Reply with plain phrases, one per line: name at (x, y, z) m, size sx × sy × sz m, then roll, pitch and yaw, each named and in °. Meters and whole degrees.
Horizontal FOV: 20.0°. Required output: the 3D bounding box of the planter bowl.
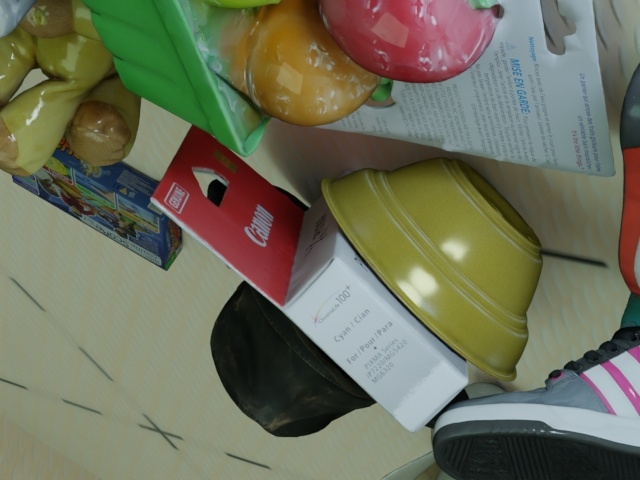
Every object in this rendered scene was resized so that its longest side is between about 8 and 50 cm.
planter bowl at (0.108, 0.001, 1.411) m, size 0.217 × 0.090 × 0.217 m, roll 43°, pitch -167°, yaw -13°

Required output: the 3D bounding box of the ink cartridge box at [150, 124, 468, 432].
ink cartridge box at (0.000, 0.000, 1.432) m, size 0.261 × 0.066 × 0.296 m, roll 42°, pitch -168°, yaw -9°

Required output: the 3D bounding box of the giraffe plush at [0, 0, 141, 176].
giraffe plush at (-0.182, -0.168, 1.395) m, size 0.181 × 0.210 × 0.170 m, roll 58°, pitch 157°, yaw 13°

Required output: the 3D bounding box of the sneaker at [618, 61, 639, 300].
sneaker at (0.279, -0.013, 1.195) m, size 0.145 × 0.090 × 0.270 m, roll 25°, pitch 154°, yaw 26°

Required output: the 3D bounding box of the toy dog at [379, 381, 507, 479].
toy dog at (0.143, 0.275, 1.893) m, size 0.220 × 0.161 × 0.333 m, roll 15°, pitch 152°, yaw 38°

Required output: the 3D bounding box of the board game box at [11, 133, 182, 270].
board game box at (-0.239, -0.054, 1.900) m, size 0.201 × 0.035 × 0.136 m, roll 30°, pitch 158°, yaw 9°

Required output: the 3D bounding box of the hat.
hat at (-0.016, 0.087, 1.547) m, size 0.331 × 0.134 × 0.331 m, roll 41°, pitch -167°, yaw -12°

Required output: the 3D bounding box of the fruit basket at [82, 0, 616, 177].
fruit basket at (0.016, -0.172, 1.200) m, size 0.353 × 0.165 × 0.327 m, roll 7°, pitch 150°, yaw 19°

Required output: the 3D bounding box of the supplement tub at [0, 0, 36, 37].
supplement tub at (-0.210, -0.243, 1.252) m, size 0.117 × 0.190 × 0.117 m, roll 28°, pitch 158°, yaw 12°

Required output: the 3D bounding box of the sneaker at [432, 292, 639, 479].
sneaker at (0.229, 0.095, 1.361) m, size 0.296 × 0.178 × 0.123 m, roll 1°, pitch 141°, yaw -1°
